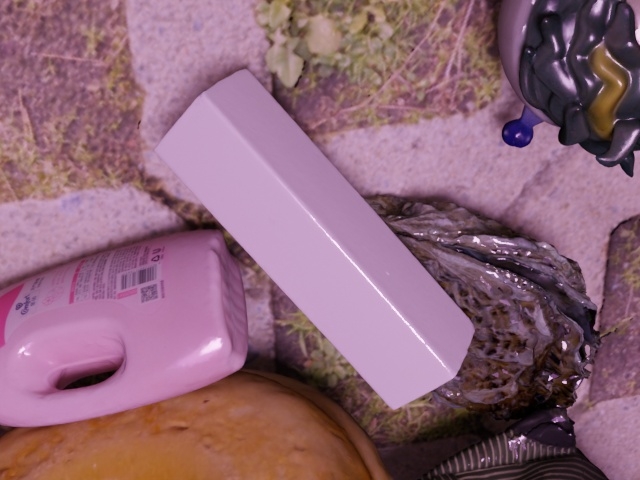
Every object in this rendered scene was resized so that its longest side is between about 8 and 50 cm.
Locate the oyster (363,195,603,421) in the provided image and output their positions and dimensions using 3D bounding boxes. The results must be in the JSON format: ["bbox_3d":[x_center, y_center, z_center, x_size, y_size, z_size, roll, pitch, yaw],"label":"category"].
[{"bbox_3d":[0.154,0.060,0.701,0.198,0.112,0.268,-12,121,22],"label":"oyster"}]

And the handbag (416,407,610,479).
[{"bbox_3d":[0.215,0.340,0.718,0.240,0.247,0.341,-31,127,8],"label":"handbag"}]

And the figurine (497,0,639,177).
[{"bbox_3d":[0.259,-0.236,0.552,0.261,0.186,0.382,14,103,-21],"label":"figurine"}]

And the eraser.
[{"bbox_3d":[-0.001,0.000,0.624,0.298,0.076,0.078,48,126,-4],"label":"eraser"}]

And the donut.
[{"bbox_3d":[-0.141,0.280,0.599,0.448,0.449,0.198,-13,129,0],"label":"donut"}]

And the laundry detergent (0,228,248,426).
[{"bbox_3d":[-0.233,0.091,0.652,0.335,0.159,0.088,-16,139,7],"label":"laundry detergent"}]
